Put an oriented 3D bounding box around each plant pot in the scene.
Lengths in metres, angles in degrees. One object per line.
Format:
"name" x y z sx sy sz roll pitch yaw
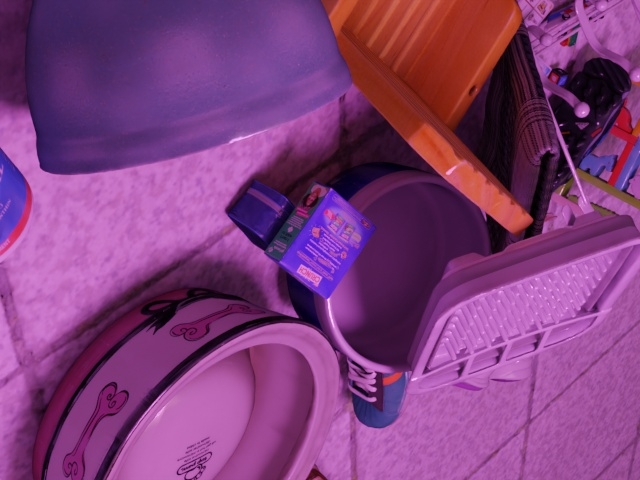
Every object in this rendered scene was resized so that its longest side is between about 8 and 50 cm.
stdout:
"plant pot" -0.135 -0.198 1.138 0.293 0.293 0.196 -28 111 -38

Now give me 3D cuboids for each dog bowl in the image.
"dog bowl" -0.168 0.237 1.555 0.408 0.150 0.408 -34 142 -33
"dog bowl" 0.091 0.033 1.679 0.265 0.104 0.265 -10 110 -31

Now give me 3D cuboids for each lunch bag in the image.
"lunch bag" -0.057 -0.024 1.551 0.065 0.067 0.098 -51 147 -9

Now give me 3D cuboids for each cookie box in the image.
"cookie box" 0.000 0.000 1.521 0.092 0.040 0.107 40 81 -35

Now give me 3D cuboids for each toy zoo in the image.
"toy zoo" 0.517 -0.155 2.088 0.030 0.192 0.293 1 116 -54

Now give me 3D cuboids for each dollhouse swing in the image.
"dollhouse swing" 0.155 -0.231 1.436 0.315 0.305 0.347 -57 147 1

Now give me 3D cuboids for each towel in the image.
"towel" 0.249 -0.107 1.720 0.056 0.312 0.324 -2 137 -3

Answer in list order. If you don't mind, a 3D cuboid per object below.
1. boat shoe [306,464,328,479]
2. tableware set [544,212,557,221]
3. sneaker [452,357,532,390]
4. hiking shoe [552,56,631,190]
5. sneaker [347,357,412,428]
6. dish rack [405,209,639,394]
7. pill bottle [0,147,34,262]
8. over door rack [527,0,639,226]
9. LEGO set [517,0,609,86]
"boat shoe" 0.010 0.452 2.004 0.122 0.120 0.324 -49 147 -12
"tableware set" 0.277 -0.018 1.972 0.168 0.141 0.020 4 69 -59
"sneaker" 0.266 0.165 2.136 0.305 0.114 0.152 -3 106 -57
"hiking shoe" 0.370 -0.138 1.985 0.304 0.113 0.132 -43 158 -8
"sneaker" 0.072 0.147 1.848 0.121 0.108 0.302 -18 124 -42
"dish rack" 0.238 0.072 1.561 0.285 0.072 0.333 -17 159 -12
"pill bottle" -0.343 -0.071 1.078 0.124 0.124 0.221 -48 147 -13
"over door rack" 0.433 -0.206 1.850 0.239 0.108 0.324 -32 119 -22
"LEGO set" 0.324 -0.311 1.854 0.182 0.060 0.244 -51 146 10
